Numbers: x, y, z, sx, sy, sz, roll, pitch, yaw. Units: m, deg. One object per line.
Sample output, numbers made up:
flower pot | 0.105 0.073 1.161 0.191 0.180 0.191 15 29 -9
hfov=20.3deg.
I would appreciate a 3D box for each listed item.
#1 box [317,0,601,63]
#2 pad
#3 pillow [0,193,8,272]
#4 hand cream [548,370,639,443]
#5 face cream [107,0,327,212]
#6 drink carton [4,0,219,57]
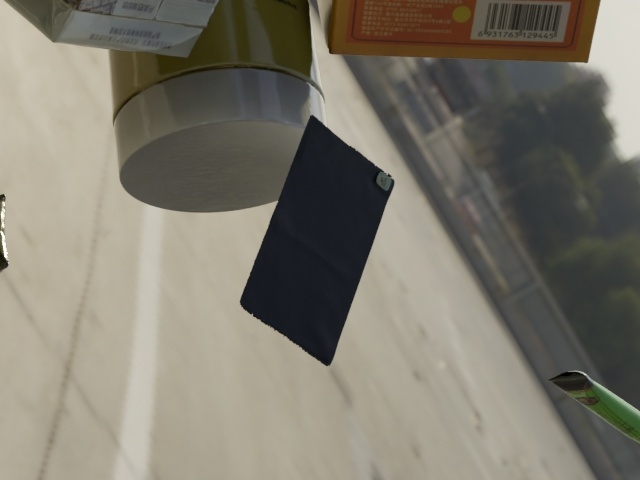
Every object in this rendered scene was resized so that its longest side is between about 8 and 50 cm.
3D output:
box | 0.141 -0.341 1.888 0.259 0.284 0.213 -99 -166 -53
pad | 0.000 0.000 1.544 0.116 0.004 0.193 37 62 -33
pillow | -0.391 0.037 1.764 0.038 0.203 0.113 47 19 -39
hand cream | 0.237 0.136 1.471 0.122 0.036 0.023 35 59 -37
face cream | -0.106 -0.153 1.830 0.218 0.218 0.179 48 31 -64
drink carton | -0.255 -0.309 1.663 0.324 0.132 0.194 42 23 27
